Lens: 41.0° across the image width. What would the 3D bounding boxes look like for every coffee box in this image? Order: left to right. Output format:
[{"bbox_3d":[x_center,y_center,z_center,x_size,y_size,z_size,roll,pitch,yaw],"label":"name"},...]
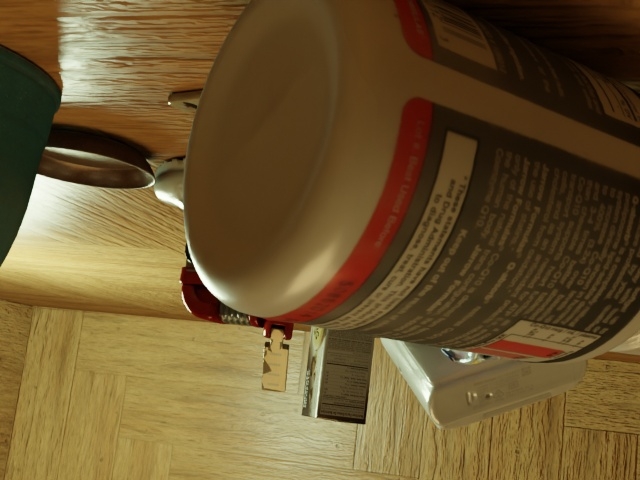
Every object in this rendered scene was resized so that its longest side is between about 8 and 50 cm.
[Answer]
[{"bbox_3d":[0.043,0.258,1.936,0.119,0.297,0.168,9,170,-11],"label":"coffee box"}]

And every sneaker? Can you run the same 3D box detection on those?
[{"bbox_3d":[-0.104,-0.038,0.974,0.235,0.095,0.090,7,176,34],"label":"sneaker"}]

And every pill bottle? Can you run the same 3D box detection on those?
[{"bbox_3d":[0.111,-0.028,0.576,0.363,0.210,0.210,14,167,-32],"label":"pill bottle"}]

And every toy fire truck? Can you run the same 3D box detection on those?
[{"bbox_3d":[-0.121,0.125,1.452,0.217,0.246,0.158,3,169,19],"label":"toy fire truck"}]

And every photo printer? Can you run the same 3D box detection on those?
[{"bbox_3d":[0.239,0.156,1.376,0.256,0.107,0.307,-16,-156,-8],"label":"photo printer"}]

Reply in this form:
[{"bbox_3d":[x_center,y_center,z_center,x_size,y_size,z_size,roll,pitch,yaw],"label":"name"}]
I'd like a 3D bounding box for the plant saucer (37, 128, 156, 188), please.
[{"bbox_3d":[-0.269,-0.093,0.970,0.168,0.029,0.168,6,170,1],"label":"plant saucer"}]

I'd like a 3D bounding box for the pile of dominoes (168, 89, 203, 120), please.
[{"bbox_3d":[0.001,-0.090,0.781,0.251,0.040,0.196,1,168,31],"label":"pile of dominoes"}]

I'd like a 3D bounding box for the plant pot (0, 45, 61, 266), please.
[{"bbox_3d":[-0.383,-0.033,0.739,0.271,0.255,0.271,6,169,1],"label":"plant pot"}]

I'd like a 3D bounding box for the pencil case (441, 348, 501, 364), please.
[{"bbox_3d":[0.291,0.090,1.175,0.273,0.113,0.124,-11,-157,-25],"label":"pencil case"}]
